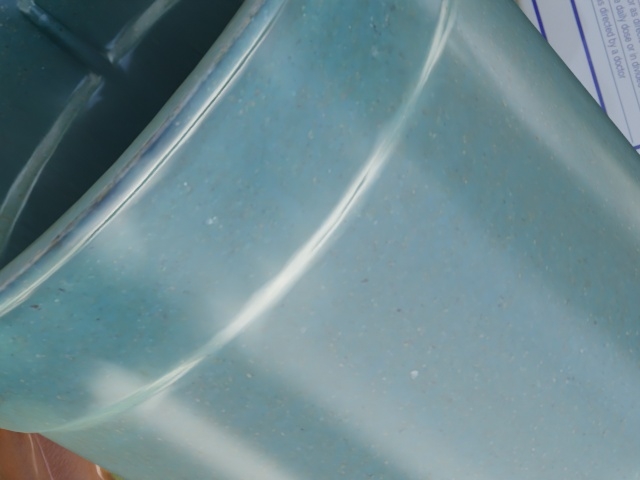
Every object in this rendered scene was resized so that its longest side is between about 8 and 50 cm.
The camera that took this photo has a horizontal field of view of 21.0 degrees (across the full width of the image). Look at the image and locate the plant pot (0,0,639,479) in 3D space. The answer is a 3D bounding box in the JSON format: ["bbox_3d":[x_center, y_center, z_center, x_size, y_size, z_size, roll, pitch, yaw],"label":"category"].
[{"bbox_3d":[0.000,0.000,0.799,0.334,0.341,0.341,39,82,-27],"label":"plant pot"}]

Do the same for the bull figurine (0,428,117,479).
[{"bbox_3d":[-0.181,0.258,1.346,0.101,0.310,0.188,-13,178,-4],"label":"bull figurine"}]

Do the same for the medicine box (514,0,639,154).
[{"bbox_3d":[0.254,-0.216,1.119,0.289,0.149,0.263,-18,108,5],"label":"medicine box"}]
